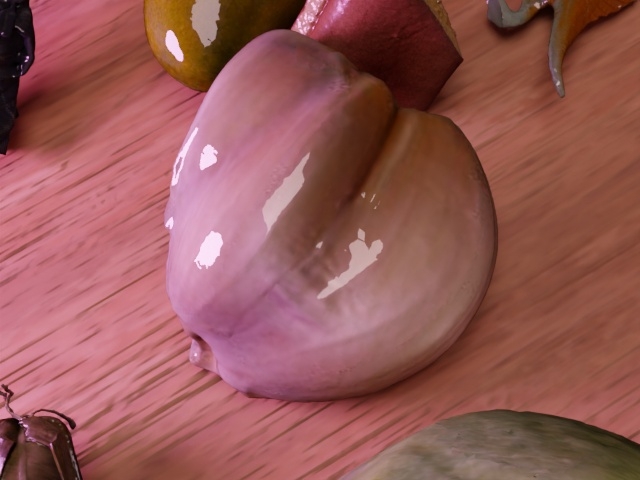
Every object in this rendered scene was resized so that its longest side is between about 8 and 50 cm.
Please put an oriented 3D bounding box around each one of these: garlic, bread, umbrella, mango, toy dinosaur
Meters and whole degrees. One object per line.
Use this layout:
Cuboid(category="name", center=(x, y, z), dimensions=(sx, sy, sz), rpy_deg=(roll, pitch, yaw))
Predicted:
Cuboid(category="garlic", center=(0.000, 0.000, 0.625), dimensions=(0.217, 0.110, 0.228), rpy_deg=(28, 90, 1))
Cuboid(category="bread", center=(0.035, -0.141, 0.700), dimensions=(0.119, 0.192, 0.067), rpy_deg=(14, 50, -24))
Cuboid(category="umbrella", center=(-0.235, -0.176, 0.724), dimensions=(0.080, 0.071, 0.224), rpy_deg=(18, 92, 10))
Cuboid(category="mango", center=(-0.036, -0.241, 0.740), dimensions=(0.146, 0.129, 0.289), rpy_deg=(40, 80, 9))
Cuboid(category="toy dinosaur", center=(0.196, -0.202, 0.753), dimensions=(0.142, 0.057, 0.212), rpy_deg=(-8, 77, -19))

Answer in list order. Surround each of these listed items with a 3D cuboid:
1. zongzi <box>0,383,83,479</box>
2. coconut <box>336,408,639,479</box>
Cuboid(category="zongzi", center=(-0.135, 0.197, 0.599), dimensions=(0.184, 0.084, 0.187), rpy_deg=(11, 64, -5))
Cuboid(category="coconut", center=(0.080, 0.240, 0.447), dimensions=(0.329, 0.328, 0.281), rpy_deg=(16, 40, 12))
